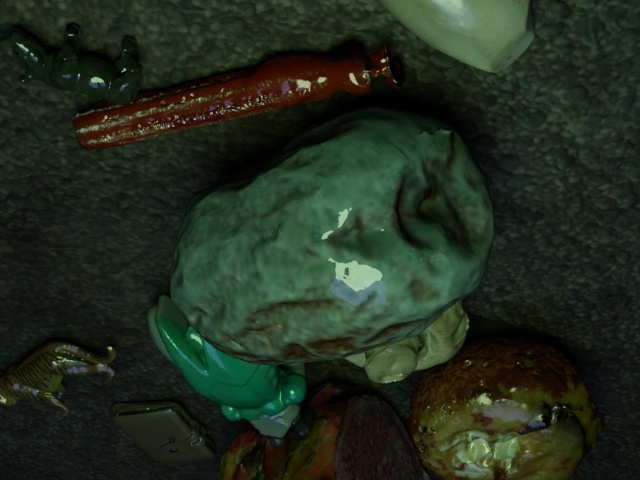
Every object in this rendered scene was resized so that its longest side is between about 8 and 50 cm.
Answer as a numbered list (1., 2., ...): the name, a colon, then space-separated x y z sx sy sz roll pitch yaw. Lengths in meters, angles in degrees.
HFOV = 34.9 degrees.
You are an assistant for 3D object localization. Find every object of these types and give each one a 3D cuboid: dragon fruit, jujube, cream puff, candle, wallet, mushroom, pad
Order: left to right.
1. wallet: -0.225 0.282 1.481 0.118 0.038 0.152 -9 138 19
2. candle: -0.087 -0.136 0.954 0.329 0.048 0.051 -10 97 17
3. dragon fruit: -0.019 0.366 1.372 0.263 0.296 0.314 -15 129 27
4. jujube: 0.003 0.009 0.961 0.308 0.246 0.215 -18 106 46
5. mushroom: 0.087 0.091 1.150 0.166 0.127 0.166 -3 143 -2
6. mushroom: 0.091 -0.212 0.812 0.212 0.088 0.097 33 124 -22
7. pad: 0.195 0.132 1.284 0.193 0.004 0.116 15 140 -13
8. cream puff: 0.226 0.211 1.253 0.240 0.164 0.240 10 133 11

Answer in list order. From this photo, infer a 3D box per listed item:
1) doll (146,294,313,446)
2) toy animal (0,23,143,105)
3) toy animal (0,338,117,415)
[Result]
1. doll: -0.109 0.134 1.205 0.195 0.153 0.258 -2 131 -1
2. toy animal: -0.230 -0.162 0.934 0.136 0.047 0.065 12 141 -11
3. toy animal: -0.359 0.182 1.356 0.099 0.056 0.241 32 134 -29
